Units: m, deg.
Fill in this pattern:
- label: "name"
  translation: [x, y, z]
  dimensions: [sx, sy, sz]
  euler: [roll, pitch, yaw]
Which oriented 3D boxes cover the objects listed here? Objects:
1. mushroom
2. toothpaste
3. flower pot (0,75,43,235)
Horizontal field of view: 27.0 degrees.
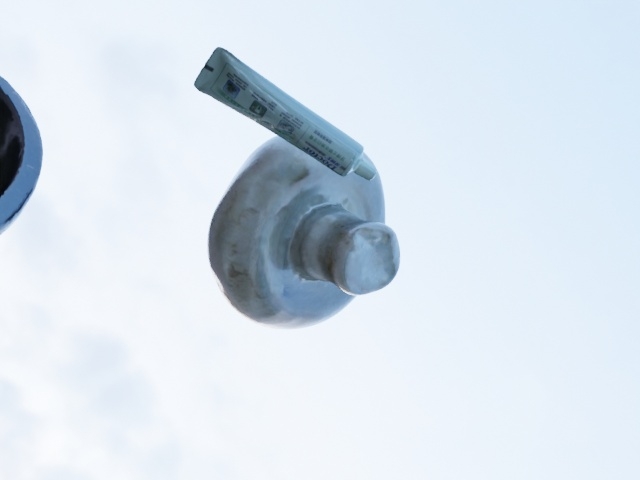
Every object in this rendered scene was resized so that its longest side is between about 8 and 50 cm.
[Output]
- label: "mushroom"
  translation: [0.000, 0.000, 1.546]
  dimensions: [0.243, 0.243, 0.243]
  euler: [28, -46, 35]
- label: "toothpaste"
  translation: [-0.032, -0.128, 1.427]
  dimensions: [0.218, 0.041, 0.064]
  euler: [33, -50, -8]
- label: "flower pot"
  translation: [-0.505, -0.026, 1.457]
  dimensions: [0.379, 0.379, 0.251]
  euler: [42, -44, 21]
